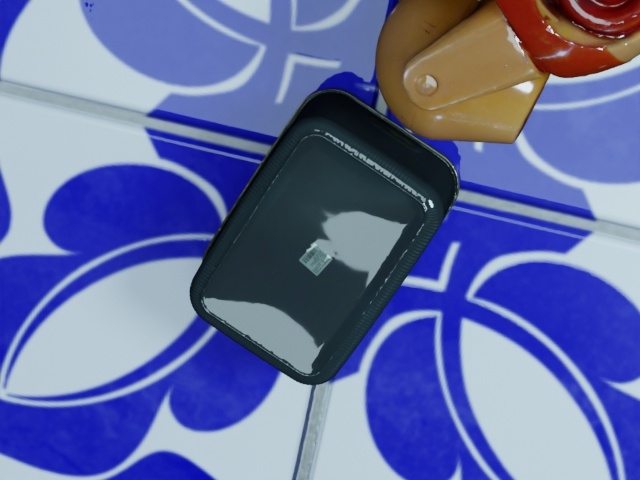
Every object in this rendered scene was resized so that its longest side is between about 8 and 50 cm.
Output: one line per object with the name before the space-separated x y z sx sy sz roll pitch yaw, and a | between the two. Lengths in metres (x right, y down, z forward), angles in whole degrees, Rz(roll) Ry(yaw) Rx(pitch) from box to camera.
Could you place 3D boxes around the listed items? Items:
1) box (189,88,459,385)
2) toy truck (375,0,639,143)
box | 0.000 0.000 1.395 0.144 0.090 0.201 35 109 -2
toy truck | 0.118 -0.204 1.268 0.239 0.189 0.265 -25 102 24
